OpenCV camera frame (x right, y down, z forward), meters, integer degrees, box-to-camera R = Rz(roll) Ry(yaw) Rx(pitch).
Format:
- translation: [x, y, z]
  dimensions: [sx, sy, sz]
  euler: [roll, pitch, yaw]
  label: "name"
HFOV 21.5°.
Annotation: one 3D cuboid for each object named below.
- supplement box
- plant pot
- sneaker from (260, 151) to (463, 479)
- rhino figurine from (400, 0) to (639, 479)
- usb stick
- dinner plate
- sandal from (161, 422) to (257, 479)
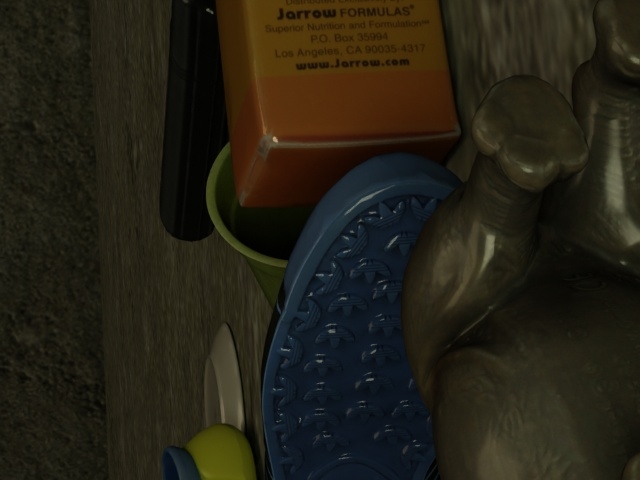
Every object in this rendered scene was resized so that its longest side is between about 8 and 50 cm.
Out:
- translation: [-0.004, -0.134, 0.651]
  dimensions: [0.078, 0.080, 0.233]
  euler: [121, 142, -71]
  label: "supplement box"
- translation: [0.000, 0.000, 0.704]
  dimensions: [0.079, 0.083, 0.083]
  euler: [79, 179, -53]
  label: "plant pot"
- translation: [0.013, 0.055, 0.616]
  dimensions: [0.090, 0.081, 0.232]
  euler: [-100, 14, -53]
  label: "sneaker"
- translation: [0.071, 0.069, 0.343]
  dimensions: [0.106, 0.073, 0.243]
  euler: [106, 157, -50]
  label: "rhino figurine"
- translation: [-0.087, -0.100, 1.176]
  dimensions: [0.278, 0.045, 0.077]
  euler: [101, 161, -55]
  label: "usb stick"
- translation: [-0.073, 0.133, 1.273]
  dimensions: [0.141, 0.017, 0.141]
  euler: [176, 90, -78]
  label: "dinner plate"
- translation: [-0.100, 0.290, 1.151]
  dimensions: [0.126, 0.138, 0.317]
  euler: [129, 134, -69]
  label: "sandal"
